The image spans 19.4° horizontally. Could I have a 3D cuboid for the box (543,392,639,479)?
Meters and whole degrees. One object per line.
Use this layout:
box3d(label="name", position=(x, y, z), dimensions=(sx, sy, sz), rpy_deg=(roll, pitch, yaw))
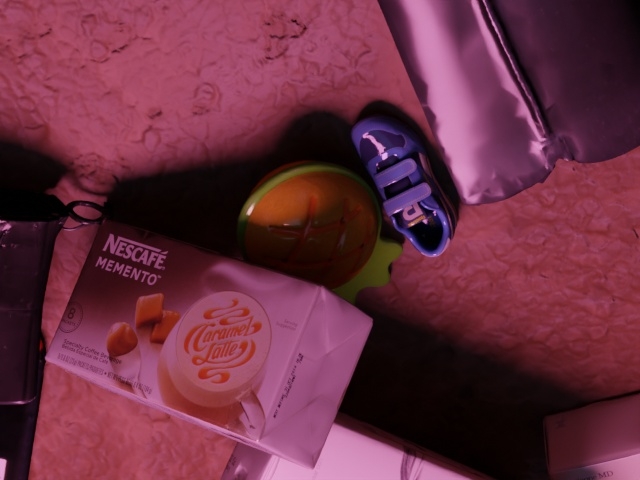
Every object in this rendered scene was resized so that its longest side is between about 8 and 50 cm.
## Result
box3d(label="box", position=(0.302, 0.286, 1.791), dimensions=(0.113, 0.094, 0.275), rpy_deg=(-16, 119, 14))

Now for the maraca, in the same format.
box3d(label="maraca", position=(0.000, 0.000, 1.645), dimensions=(0.127, 0.099, 0.186), rpy_deg=(-33, 135, 7))

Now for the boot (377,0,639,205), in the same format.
box3d(label="boot", position=(0.192, -0.268, 1.434), dimensions=(0.367, 0.146, 0.445), rpy_deg=(-14, 116, 22))

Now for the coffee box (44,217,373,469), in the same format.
box3d(label="coffee box", position=(-0.097, 0.085, 1.601), dimensions=(0.246, 0.141, 0.098), rpy_deg=(17, 170, 36))

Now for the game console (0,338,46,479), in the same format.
box3d(label="game console", position=(-0.458, 0.218, 1.842), dimensions=(0.342, 0.060, 0.387), rpy_deg=(9, 122, -7))

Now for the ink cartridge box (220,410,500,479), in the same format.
box3d(label="ink cartridge box", position=(0.066, 0.241, 1.705), dimensions=(0.283, 0.207, 0.117), rpy_deg=(24, 87, -10))

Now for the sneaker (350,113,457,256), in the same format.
box3d(label="sneaker", position=(0.075, -0.047, 1.630), dimensions=(0.053, 0.059, 0.144), rpy_deg=(-27, 114, 22))

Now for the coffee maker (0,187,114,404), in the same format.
box3d(label="coffee maker", position=(-0.281, 0.052, 1.662), dimensions=(0.171, 0.120, 0.178), rpy_deg=(9, 107, -2))
